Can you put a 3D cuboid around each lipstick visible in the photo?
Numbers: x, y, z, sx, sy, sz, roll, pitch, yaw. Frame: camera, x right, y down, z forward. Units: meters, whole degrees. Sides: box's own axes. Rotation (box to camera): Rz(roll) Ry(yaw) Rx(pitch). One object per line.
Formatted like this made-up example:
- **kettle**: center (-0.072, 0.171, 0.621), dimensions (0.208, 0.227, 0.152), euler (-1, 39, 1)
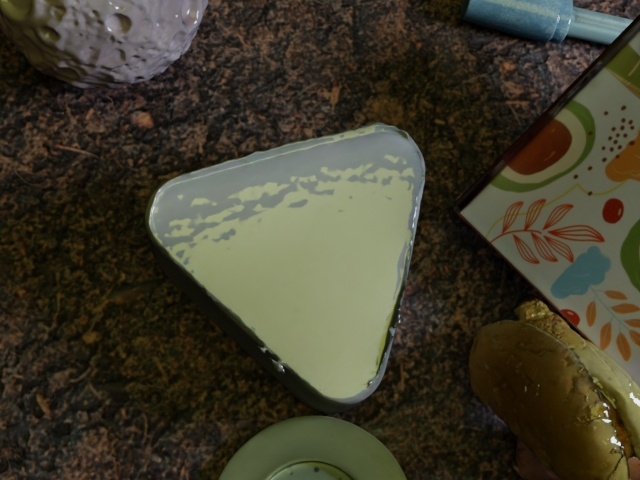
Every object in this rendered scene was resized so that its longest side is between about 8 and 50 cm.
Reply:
- **lipstick**: center (0.331, -0.298, 1.264), dimensions (0.274, 0.061, 0.068), euler (12, 72, -3)

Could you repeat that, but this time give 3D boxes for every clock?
- **clock**: center (-0.011, 0.314, 1.043), dimensions (0.235, 0.029, 0.235), euler (-3, 65, 6)

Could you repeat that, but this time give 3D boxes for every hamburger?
- **hamburger**: center (0.257, 0.161, 1.031), dimensions (0.124, 0.131, 0.262), euler (-27, 37, -13)

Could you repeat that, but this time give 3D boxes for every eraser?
- **eraser**: center (0.000, 0.000, 1.101), dimensions (0.331, 0.150, 0.331), euler (1, 76, -4)

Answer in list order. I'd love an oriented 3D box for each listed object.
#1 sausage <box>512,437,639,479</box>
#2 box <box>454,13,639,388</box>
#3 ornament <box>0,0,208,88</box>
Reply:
- **sausage**: center (0.369, 0.257, 1.104), dimensions (0.289, 0.086, 0.086), euler (7, 74, -6)
- **box**: center (0.416, -0.033, 1.089), dimensions (0.385, 0.122, 0.344), euler (45, 108, 7)
- **ornament**: center (-0.261, -0.300, 1.107), dimensions (0.259, 0.225, 0.259), euler (-4, 49, 5)
